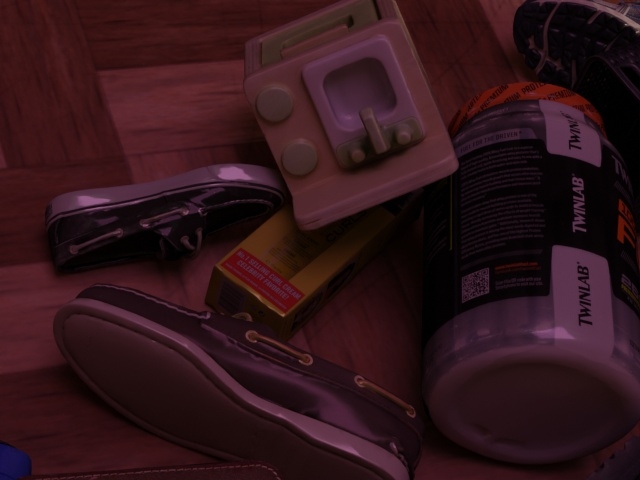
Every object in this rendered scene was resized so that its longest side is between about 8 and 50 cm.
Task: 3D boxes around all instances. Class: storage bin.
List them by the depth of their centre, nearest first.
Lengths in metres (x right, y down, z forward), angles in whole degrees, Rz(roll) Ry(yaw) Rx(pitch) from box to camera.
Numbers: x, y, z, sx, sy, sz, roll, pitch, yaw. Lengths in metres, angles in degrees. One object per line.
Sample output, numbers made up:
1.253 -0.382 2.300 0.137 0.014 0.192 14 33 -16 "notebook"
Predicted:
0.300 -0.096 1.653 0.084 0.180 0.122 -21 61 -30 "storage bin"

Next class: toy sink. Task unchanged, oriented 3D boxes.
0.021 -0.129 1.537 0.153 0.131 0.234 -22 22 7 "toy sink"

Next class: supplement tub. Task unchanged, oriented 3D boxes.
0.187 0.022 1.519 0.194 0.193 0.316 10 51 -8 "supplement tub"

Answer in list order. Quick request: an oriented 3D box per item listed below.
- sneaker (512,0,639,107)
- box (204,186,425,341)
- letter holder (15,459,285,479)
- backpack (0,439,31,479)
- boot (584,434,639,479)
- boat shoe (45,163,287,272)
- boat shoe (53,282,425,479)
0.338 -0.204 1.821 0.283 0.110 0.122 16 32 -7 "sneaker"
0.000 0.000 1.568 0.087 0.058 0.232 37 52 16 "box"
-0.101 0.326 1.222 0.214 0.152 0.301 -3 53 -21 "letter holder"
-0.286 0.201 1.303 0.120 0.098 0.101 14 53 -20 "backpack"
0.317 0.397 1.286 0.445 0.146 0.367 38 60 18 "boot"
-0.134 -0.013 1.528 0.219 0.077 0.070 -11 63 -6 "boat shoe"
-0.064 0.119 1.422 0.324 0.116 0.096 27 45 0 "boat shoe"
